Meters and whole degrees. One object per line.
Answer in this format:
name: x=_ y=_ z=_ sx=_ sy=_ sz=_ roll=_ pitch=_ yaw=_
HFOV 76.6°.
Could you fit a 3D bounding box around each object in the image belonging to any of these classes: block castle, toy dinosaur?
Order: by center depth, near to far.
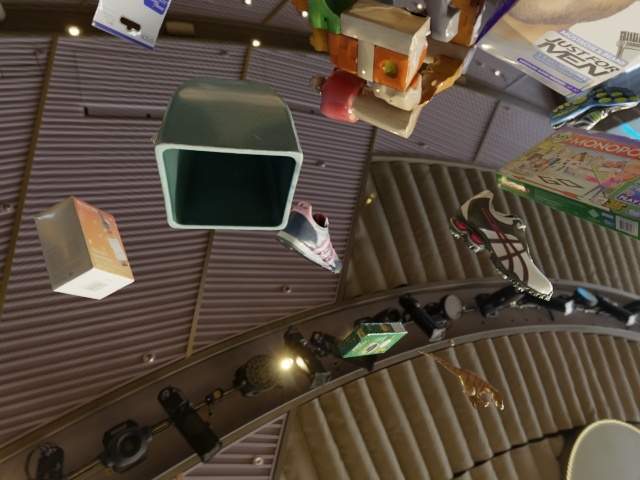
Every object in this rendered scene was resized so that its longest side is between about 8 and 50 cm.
block castle: x=0.110 y=-0.403 z=0.565 sx=0.212 sy=0.453 sz=0.303 roll=29 pitch=-119 yaw=22
toy dinosaur: x=0.339 y=0.318 z=0.937 sx=0.064 sy=0.211 sz=0.112 roll=-39 pitch=-58 yaw=-21

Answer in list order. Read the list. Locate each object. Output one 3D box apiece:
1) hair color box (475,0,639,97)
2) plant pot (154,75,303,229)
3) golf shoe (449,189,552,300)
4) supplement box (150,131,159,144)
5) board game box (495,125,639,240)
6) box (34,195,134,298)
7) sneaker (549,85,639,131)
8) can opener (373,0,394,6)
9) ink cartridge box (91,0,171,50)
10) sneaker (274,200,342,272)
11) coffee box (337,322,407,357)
hair color box: x=0.354 y=-0.310 z=0.497 sx=0.185 sy=0.339 sz=0.110 roll=28 pitch=-89 yaw=-2
plant pot: x=-0.187 y=-0.194 z=0.836 sx=0.246 sy=0.248 sz=0.253 roll=0 pitch=-122 yaw=-14
golf shoe: x=0.407 y=0.015 z=0.869 sx=0.273 sy=0.120 sz=0.105 roll=42 pitch=-165 yaw=1
supplement box: x=-0.365 y=-0.253 z=1.000 sx=0.036 sy=0.062 sz=0.098 roll=56 pitch=-172 yaw=-9
board game box: x=0.545 y=-0.131 z=0.800 sx=0.213 sy=0.317 sz=0.046 roll=-34 pitch=-57 yaw=-8
box: x=-0.481 y=0.018 z=0.832 sx=0.090 sy=0.130 sz=0.171 roll=-28 pitch=-108 yaw=2
sneaker: x=0.684 y=-0.324 z=1.020 sx=0.078 sy=0.188 sz=0.067 roll=43 pitch=-136 yaw=-40
can opener: x=0.021 y=-0.515 z=0.739 sx=0.283 sy=0.076 sz=0.095 roll=18 pitch=-95 yaw=-32
ink cartridge box: x=-0.280 y=-0.498 z=0.659 sx=0.065 sy=0.333 sz=0.165 roll=31 pitch=-166 yaw=4
sneaker: x=0.000 y=0.000 z=1.128 sx=0.112 sy=0.319 sz=0.131 roll=24 pitch=-97 yaw=28
coffee box: x=0.147 y=0.275 z=1.134 sx=0.184 sy=0.113 sz=0.040 roll=8 pitch=-138 yaw=-42
